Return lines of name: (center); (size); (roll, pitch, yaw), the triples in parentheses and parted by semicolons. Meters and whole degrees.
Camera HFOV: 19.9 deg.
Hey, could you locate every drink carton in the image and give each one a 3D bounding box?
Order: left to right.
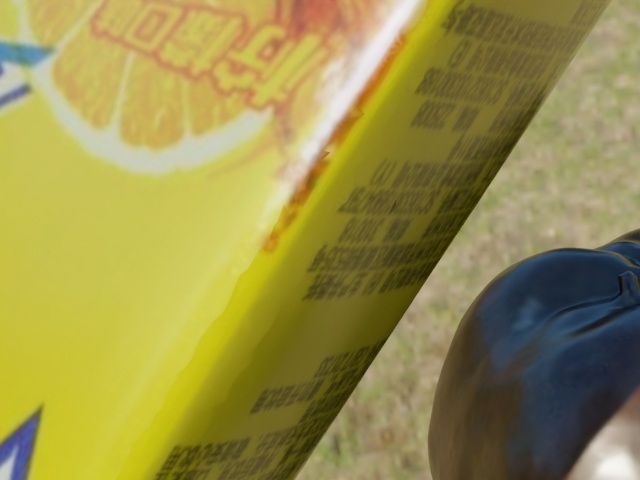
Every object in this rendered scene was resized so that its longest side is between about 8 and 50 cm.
drink carton: (-0.064, -0.004, 0.412); (0.154, 0.351, 0.111); (38, 16, 19)

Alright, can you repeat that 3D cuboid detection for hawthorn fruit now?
hawthorn fruit: (0.146, 0.120, 0.760); (0.208, 0.248, 0.208); (-2, 28, 1)
